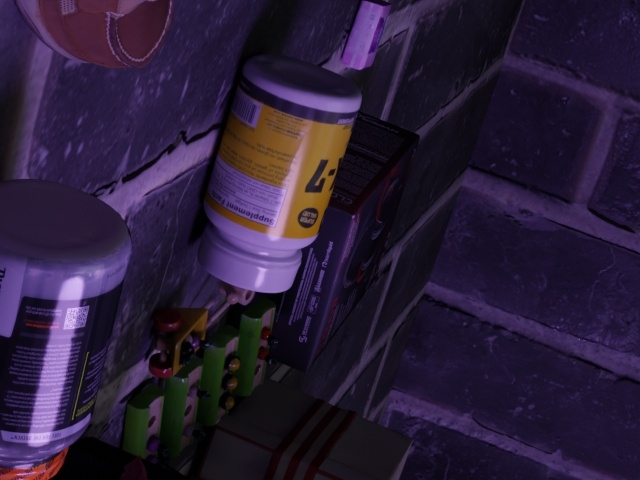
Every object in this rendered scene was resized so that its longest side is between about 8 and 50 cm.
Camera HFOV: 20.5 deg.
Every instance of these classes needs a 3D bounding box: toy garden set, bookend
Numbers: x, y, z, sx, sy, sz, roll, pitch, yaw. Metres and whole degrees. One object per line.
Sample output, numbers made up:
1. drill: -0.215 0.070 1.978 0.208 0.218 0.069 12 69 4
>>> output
1. toy garden set: -0.107 0.124 1.824 0.244 0.049 0.203 -38 146 -48
2. bookend: -0.178 0.282 1.615 0.072 0.157 0.156 -1 112 -78

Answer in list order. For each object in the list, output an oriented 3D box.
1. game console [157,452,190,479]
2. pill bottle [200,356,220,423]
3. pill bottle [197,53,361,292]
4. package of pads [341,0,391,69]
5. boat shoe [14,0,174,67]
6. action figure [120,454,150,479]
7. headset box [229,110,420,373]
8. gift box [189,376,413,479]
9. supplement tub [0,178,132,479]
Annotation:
1. game console: -0.169 0.305 1.915 0.085 0.124 0.144 8 105 -52
2. pill bottle: -0.122 0.169 1.972 0.083 0.043 0.043 101 15 -45
3. pill bottle: -0.044 -0.064 1.708 0.119 0.119 0.208 -41 151 -68
4. package of pads: 0.053 -0.242 2.070 0.050 0.032 0.083 -38 148 -72
5. boat shoe: -0.120 -0.192 1.090 0.324 0.116 0.123 83 31 -68
6. action figure: -0.196 0.331 1.389 0.370 0.248 0.275 -54 163 -43
7. headset box: 0.000 0.000 2.065 0.293 0.110 0.218 -49 159 -60
8. gift box: -0.037 0.359 2.209 0.258 0.255 0.276 -40 146 -72
9. supplement tub: -0.200 0.065 1.195 0.117 0.117 0.190 -48 157 -62
